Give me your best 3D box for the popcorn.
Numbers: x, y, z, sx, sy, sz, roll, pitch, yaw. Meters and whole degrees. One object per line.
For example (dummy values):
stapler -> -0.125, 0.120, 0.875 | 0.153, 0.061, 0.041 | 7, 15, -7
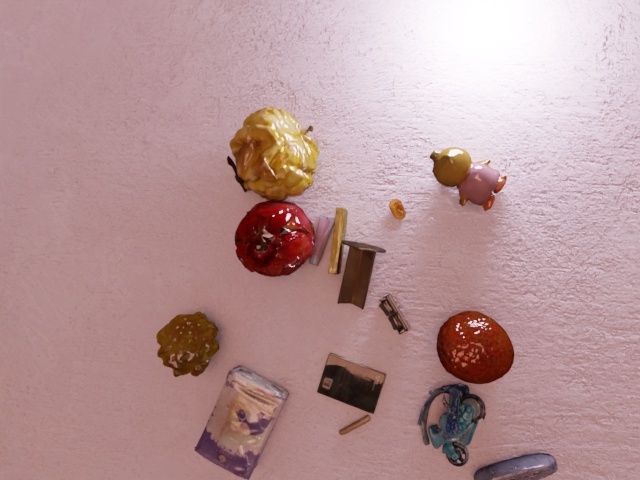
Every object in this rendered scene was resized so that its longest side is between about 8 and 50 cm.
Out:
popcorn -> -0.190, -0.300, 1.745 | 0.381, 0.349, 0.349 | -30, 81, 33

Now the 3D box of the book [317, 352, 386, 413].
book -> 0.116, 0.536, 1.761 | 0.228, 0.024, 0.160 | 18, 90, 10

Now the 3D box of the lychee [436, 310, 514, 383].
lychee -> 0.534, 0.363, 1.604 | 0.299, 0.255, 0.255 | -27, 81, -27

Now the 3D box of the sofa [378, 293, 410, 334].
sofa -> 0.267, 0.272, 1.722 | 0.060, 0.085, 0.147 | -30, 83, 3

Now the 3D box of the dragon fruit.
dragon fruit -> -0.168, -0.003, 1.721 | 0.295, 0.302, 0.296 | 4, 108, 11

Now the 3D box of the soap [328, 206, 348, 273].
soap -> 0.067, 0.004, 1.767 | 0.037, 0.092, 0.252 | 6, 87, 14

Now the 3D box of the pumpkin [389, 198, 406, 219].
pumpkin -> 0.290, -0.117, 1.770 | 0.050, 0.028, 0.083 | -24, 92, 5

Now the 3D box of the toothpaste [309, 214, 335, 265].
toothpaste -> 0.000, 0.000, 1.808 | 0.067, 0.043, 0.195 | 16, 83, 13

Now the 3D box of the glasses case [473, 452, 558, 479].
glasses case -> 0.668, 0.795, 1.611 | 0.282, 0.109, 0.067 | -20, 85, 8

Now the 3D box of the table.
table -> 0.136, 0.127, 1.726 | 0.167, 0.167, 0.227 | 13, 97, 10

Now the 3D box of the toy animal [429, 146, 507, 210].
toy animal -> 0.513, -0.232, 1.670 | 0.281, 0.169, 0.195 | 32, 89, 9

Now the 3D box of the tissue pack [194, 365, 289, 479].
tissue pack -> -0.294, 0.677, 1.769 | 0.242, 0.125, 0.344 | 24, 89, 10

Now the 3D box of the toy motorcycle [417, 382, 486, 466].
toy motorcycle -> 0.455, 0.633, 1.648 | 0.206, 0.154, 0.260 | 22, 95, 33

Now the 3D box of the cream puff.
cream puff -> -0.497, 0.391, 1.781 | 0.244, 0.196, 0.244 | 0, 90, -15

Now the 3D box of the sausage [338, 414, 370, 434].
sausage -> 0.126, 0.691, 1.750 | 0.132, 0.024, 0.024 | -31, 82, 5
